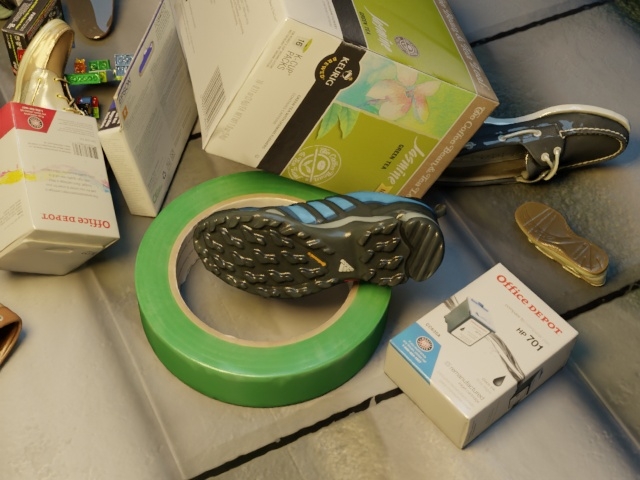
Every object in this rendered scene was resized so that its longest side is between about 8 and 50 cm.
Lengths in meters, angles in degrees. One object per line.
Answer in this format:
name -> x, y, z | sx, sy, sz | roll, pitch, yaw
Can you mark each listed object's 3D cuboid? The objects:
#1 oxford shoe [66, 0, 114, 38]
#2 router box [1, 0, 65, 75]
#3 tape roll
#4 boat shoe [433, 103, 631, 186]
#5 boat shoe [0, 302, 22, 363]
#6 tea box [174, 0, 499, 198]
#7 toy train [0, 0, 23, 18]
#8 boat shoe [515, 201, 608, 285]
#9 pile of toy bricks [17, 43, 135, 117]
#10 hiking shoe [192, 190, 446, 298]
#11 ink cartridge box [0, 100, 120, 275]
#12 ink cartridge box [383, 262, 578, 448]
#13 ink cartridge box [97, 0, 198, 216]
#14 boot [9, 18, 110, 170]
oxford shoe -> -0.370, -0.408, 1.645 | 0.076, 0.076, 0.212 | -13, 70, -2
router box -> -0.434, -0.320, 1.553 | 0.038, 0.092, 0.122 | 14, 52, 8
tape roll -> -0.071, 0.053, 1.291 | 0.321, 0.077, 0.321 | 1, 52, -1
boat shoe -> 0.285, -0.122, 1.431 | 0.303, 0.114, 0.091 | -4, 51, 9
boat shoe -> -0.449, 0.183, 1.145 | 0.116, 0.123, 0.324 | 18, 55, 8
tea box -> 0.010, -0.251, 1.347 | 0.324, 0.220, 0.329 | 15, 39, -29
toy train -> -0.561, -0.487, 1.617 | 0.334, 0.142, 0.190 | 29, 84, 20
boat shoe -> 0.324, 0.005, 1.376 | 0.056, 0.048, 0.153 | -41, 57, -16
pile of toy bricks -> -0.337, -0.243, 1.507 | 0.212, 0.118, 0.105 | 0, 12, 10
hiking shoe -> 0.000, 0.000, 1.243 | 0.304, 0.113, 0.132 | 2, 22, 6
ink cartridge box -> -0.352, -0.060, 1.279 | 0.128, 0.127, 0.176 | 8, 59, -47
ink cartridge box -> 0.194, 0.136, 1.237 | 0.191, 0.082, 0.139 | -33, 61, -24
ink cartridge box -> -0.234, -0.185, 1.374 | 0.045, 0.224, 0.223 | 5, 51, 12
boot -> -0.345, -0.182, 1.408 | 0.165, 0.077, 0.213 | 25, 98, 14
